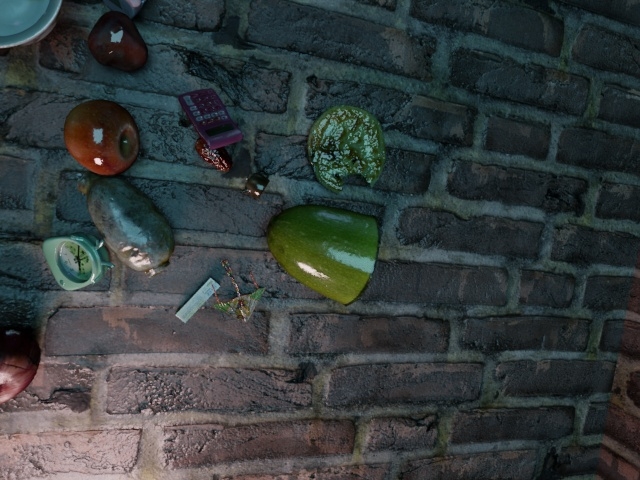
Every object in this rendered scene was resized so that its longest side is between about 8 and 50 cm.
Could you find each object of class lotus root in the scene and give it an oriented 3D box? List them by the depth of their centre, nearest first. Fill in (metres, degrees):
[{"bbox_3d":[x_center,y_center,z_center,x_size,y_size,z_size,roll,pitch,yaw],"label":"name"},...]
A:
[{"bbox_3d":[-0.545,-0.055,1.146,0.175,0.175,0.349,-37,106,-9],"label":"lotus root"}]

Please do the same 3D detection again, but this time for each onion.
[{"bbox_3d":[-0.899,0.327,1.077,0.252,0.219,0.252,-30,149,-20],"label":"onion"}]

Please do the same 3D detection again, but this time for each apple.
[{"bbox_3d":[-0.591,-0.278,1.088,0.162,0.201,0.201,9,95,7],"label":"apple"}]

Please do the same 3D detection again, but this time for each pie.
[{"bbox_3d":[0.093,-0.309,1.357,0.303,0.067,0.302,-2,99,-15],"label":"pie"}]

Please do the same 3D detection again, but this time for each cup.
[{"bbox_3d":[-0.805,-0.633,0.996,0.348,0.163,0.346,-2,97,-16],"label":"cup"}]

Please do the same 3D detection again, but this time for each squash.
[{"bbox_3d":[-0.016,0.019,1.248,0.309,0.310,0.310,17,92,-16],"label":"squash"}]

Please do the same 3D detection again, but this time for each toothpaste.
[{"bbox_3d":[-0.393,0.190,1.291,0.046,0.034,0.164,44,84,-17],"label":"toothpaste"}]

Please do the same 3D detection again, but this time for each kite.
[{"bbox_3d":[-0.268,0.165,1.319,0.198,0.006,0.244,-21,113,-22],"label":"kite"}]

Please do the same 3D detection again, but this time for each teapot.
[{"bbox_3d":[-0.206,-0.185,1.282,0.068,0.076,0.121,34,59,-9],"label":"teapot"}]

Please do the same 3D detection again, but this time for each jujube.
[{"bbox_3d":[-0.325,-0.265,1.234,0.077,0.077,0.129,-46,110,-7],"label":"jujube"}]

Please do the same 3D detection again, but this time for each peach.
[{"bbox_3d":[-0.545,-0.542,1.096,0.152,0.152,0.151,-2,98,-16],"label":"peach"}]

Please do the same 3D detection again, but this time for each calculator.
[{"bbox_3d":[-0.328,-0.365,1.205,0.127,0.034,0.190,-30,86,-34],"label":"calculator"}]

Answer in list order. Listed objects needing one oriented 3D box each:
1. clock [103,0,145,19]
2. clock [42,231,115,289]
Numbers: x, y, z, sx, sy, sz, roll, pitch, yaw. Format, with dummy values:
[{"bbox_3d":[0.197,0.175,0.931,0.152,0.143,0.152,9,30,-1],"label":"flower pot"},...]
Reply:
[{"bbox_3d":[-0.496,-0.757,1.081,0.189,0.189,0.253,36,73,-18],"label":"clock"},{"bbox_3d":[-0.663,0.052,1.127,0.211,0.066,0.159,-9,106,19],"label":"clock"}]
